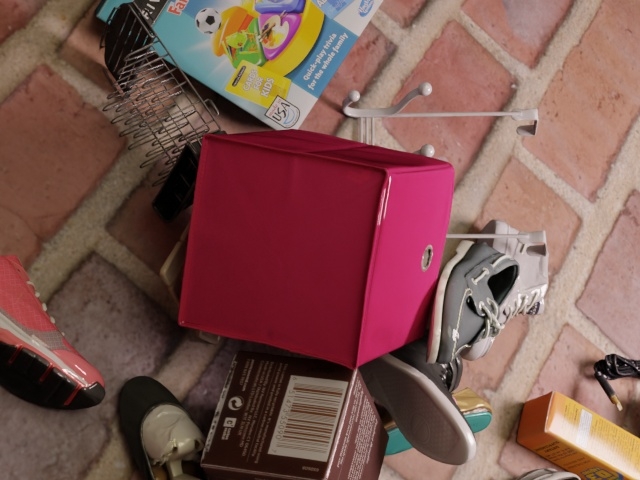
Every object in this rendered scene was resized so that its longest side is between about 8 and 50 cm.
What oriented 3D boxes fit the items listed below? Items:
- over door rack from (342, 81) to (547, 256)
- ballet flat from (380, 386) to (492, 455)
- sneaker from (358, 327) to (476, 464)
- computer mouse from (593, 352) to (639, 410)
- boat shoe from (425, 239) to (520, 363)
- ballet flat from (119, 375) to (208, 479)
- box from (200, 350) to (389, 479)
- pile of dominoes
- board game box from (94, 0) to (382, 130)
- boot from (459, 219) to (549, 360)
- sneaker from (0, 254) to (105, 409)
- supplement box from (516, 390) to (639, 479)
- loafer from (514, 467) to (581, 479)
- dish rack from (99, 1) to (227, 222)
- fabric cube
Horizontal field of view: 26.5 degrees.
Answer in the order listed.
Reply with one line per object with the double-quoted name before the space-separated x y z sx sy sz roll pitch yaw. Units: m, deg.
"over door rack" 0.197 -0.113 2.080 0.324 0.108 0.239 4 66 -8
"ballet flat" 0.145 0.259 1.968 0.232 0.080 0.073 -4 43 -36
"sneaker" 0.160 0.202 1.880 0.147 0.104 0.296 -8 29 -31
"computer mouse" 0.544 0.271 2.146 0.184 0.060 0.262 11 40 -34
"boat shoe" 0.216 0.086 1.906 0.099 0.116 0.319 14 23 11
"ballet flat" -0.174 0.294 1.720 0.095 0.096 0.280 -13 76 -35
"box" -0.027 0.266 1.725 0.203 0.167 0.168 68 32 -51
"pile of dominoes" -0.143 0.009 1.856 0.251 0.040 0.196 -61 149 -33
"board game box" -0.116 -0.343 1.963 0.336 0.079 0.253 31 98 -17
"boot" 0.295 0.091 2.109 0.123 0.095 0.258 26 56 -13
"sneaker" -0.380 0.085 1.672 0.314 0.116 0.136 37 53 -13
"supplement box" 0.420 0.322 2.099 0.233 0.078 0.080 28 57 -18
"loafer" 0.258 0.427 1.925 0.112 0.111 0.319 52 52 -3
"dish rack" -0.228 -0.179 1.835 0.074 0.208 0.271 -29 81 -29
"fabric cube" 0.000 0.000 1.756 0.258 0.259 0.254 -11 112 -67
